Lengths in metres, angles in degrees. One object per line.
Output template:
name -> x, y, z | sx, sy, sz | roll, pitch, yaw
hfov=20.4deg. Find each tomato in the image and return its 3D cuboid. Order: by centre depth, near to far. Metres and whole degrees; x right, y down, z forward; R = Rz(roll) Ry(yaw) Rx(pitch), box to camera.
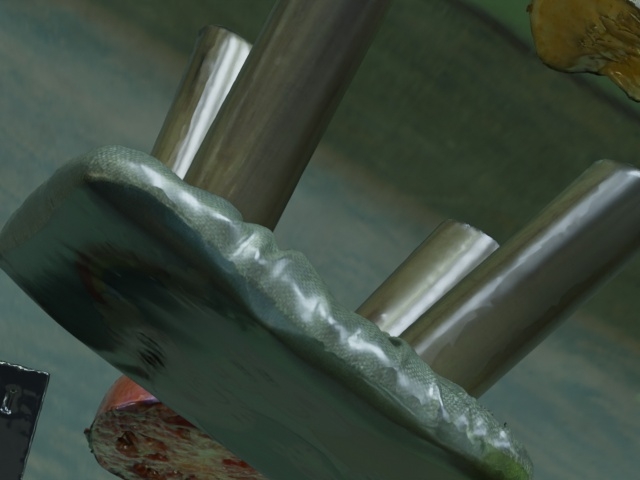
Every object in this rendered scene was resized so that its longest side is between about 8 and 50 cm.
tomato -> -0.086, 0.158, 1.511 | 0.225, 0.225, 0.085 | 11, 59, -6

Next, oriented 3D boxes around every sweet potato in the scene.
sweet potato -> 0.231, -0.095, 0.863 | 0.286, 0.112, 0.085 | 9, 116, -21

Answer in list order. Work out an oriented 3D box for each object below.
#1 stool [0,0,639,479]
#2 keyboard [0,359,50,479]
stool -> 0.000, 0.000, 1.060 | 0.310, 0.310, 0.226 | 38, 69, -12
keyboard -> -0.277, 0.236, 1.283 | 0.106, 0.027, 0.317 | 17, 74, -9
